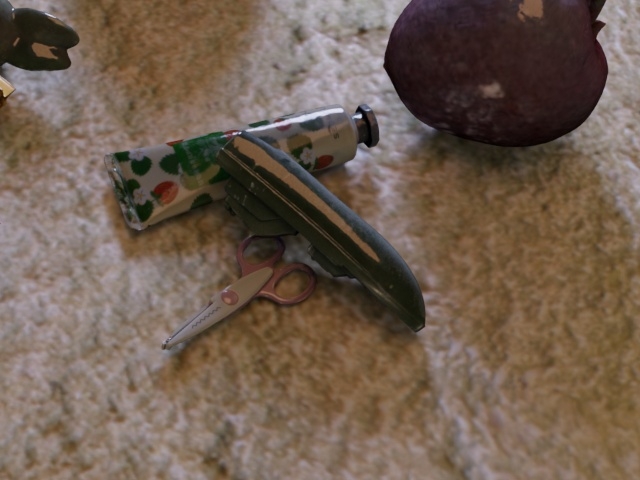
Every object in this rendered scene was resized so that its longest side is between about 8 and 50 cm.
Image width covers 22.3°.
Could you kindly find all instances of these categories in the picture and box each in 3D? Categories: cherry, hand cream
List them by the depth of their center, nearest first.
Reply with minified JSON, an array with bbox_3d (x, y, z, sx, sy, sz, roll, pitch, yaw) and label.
[{"bbox_3d":[-0.074,-0.083,1.630,0.276,0.059,0.095,-17,63,-16],"label":"hand cream"},{"bbox_3d":[0.194,-0.197,1.659,0.266,0.213,0.183,-11,30,17],"label":"cherry"}]

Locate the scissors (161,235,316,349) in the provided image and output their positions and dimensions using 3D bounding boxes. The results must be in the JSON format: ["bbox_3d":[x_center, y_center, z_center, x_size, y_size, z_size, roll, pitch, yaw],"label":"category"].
[{"bbox_3d":[-0.085,0.056,1.550,0.176,0.022,0.085,-35,73,-32],"label":"scissors"}]

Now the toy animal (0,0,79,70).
[{"bbox_3d":[-0.375,-0.214,1.642,0.251,0.127,0.125,13,35,-16],"label":"toy animal"}]

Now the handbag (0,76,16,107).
[{"bbox_3d":[-0.345,-0.132,1.600,0.061,0.083,0.027,36,18,12],"label":"handbag"}]

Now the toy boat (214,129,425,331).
[{"bbox_3d":[0.000,0.000,1.564,0.260,0.078,0.085,41,91,3],"label":"toy boat"}]
